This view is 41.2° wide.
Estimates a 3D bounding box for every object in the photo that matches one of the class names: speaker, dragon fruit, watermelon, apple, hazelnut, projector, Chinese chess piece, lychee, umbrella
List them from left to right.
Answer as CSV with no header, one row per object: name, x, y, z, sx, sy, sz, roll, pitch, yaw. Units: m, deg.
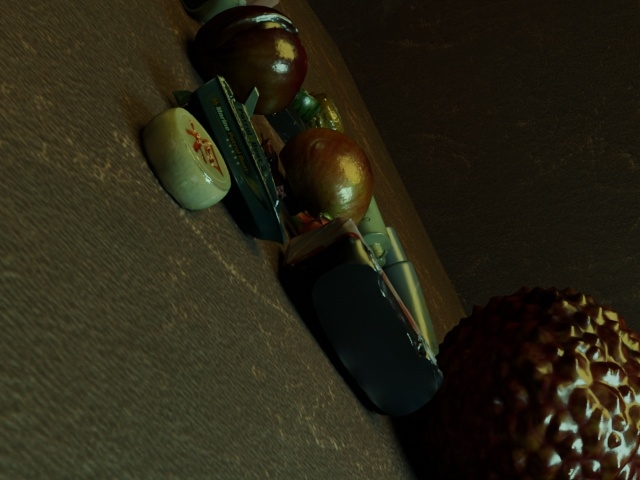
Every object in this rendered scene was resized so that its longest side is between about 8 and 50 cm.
Chinese chess piece,-0.153,-0.094,0.984,0.122,0.051,0.122,57,13,-20
projector,-0.203,-0.444,1.515,0.083,0.083,0.082,62,11,7
hazelnut,-0.118,-0.295,1.382,0.204,0.178,0.178,62,10,31
umbrella,-0.082,-0.131,1.457,0.027,0.025,0.165,93,-16,-49
speaker,-0.067,-0.241,1.728,0.218,0.044,0.082,51,15,-41
watermelon,-0.054,-0.283,1.802,0.105,0.105,0.062,39,68,-62
dragon fruit,0.000,-0.002,1.373,0.081,0.086,0.116,-39,93,-40
apple,0.011,-0.098,1.465,0.195,0.160,0.173,64,19,-17
lychee,0.359,0.313,1.387,0.424,0.424,0.500,49,46,-47

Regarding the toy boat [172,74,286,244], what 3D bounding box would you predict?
toy boat,-0.100,-0.106,1.137,0.246,0.103,0.093,66,-13,-2

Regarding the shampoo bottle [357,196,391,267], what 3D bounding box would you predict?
shampoo bottle,0.092,-0.038,1.845,0.085,0.085,0.262,51,15,-43

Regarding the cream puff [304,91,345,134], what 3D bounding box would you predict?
cream puff,-0.005,-0.265,1.913,0.144,0.103,0.126,-99,163,-59

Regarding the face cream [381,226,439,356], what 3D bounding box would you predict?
face cream,0.196,0.155,1.862,0.385,0.086,0.135,69,13,14

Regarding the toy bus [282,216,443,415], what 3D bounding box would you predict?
toy bus,0.065,0.112,1.261,0.303,0.127,0.147,56,9,-25

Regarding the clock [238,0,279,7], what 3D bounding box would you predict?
clock,-0.198,-0.600,1.786,0.227,0.142,0.241,64,15,11
